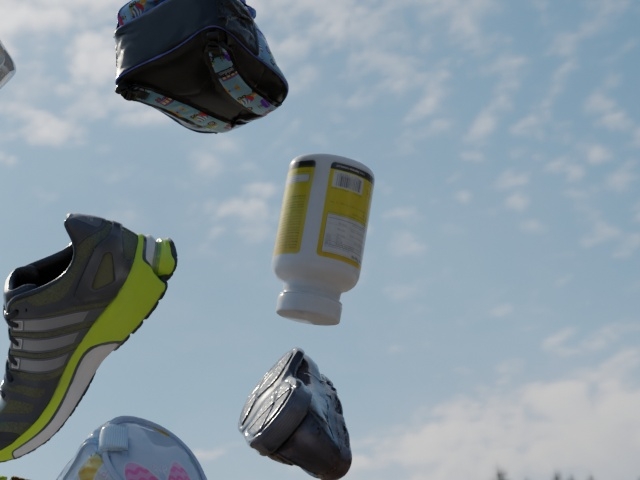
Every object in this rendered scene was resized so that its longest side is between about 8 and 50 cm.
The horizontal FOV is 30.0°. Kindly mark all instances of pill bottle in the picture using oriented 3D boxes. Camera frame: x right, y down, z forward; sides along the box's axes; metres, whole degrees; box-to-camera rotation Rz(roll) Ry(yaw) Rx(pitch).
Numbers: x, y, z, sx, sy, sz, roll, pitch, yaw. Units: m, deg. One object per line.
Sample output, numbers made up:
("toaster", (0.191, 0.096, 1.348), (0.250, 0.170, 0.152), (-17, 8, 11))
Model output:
("pill bottle", (0.000, 0.000, 1.372), (0.103, 0.184, 0.103), (9, -15, 3))

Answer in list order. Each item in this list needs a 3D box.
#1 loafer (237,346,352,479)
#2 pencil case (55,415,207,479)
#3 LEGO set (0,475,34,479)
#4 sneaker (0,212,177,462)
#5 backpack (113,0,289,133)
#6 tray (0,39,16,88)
("loafer", (-0.024, 0.191, 1.267), (0.109, 0.095, 0.302), (-50, 4, 1))
("pencil case", (-0.209, 0.265, 0.986), (0.124, 0.113, 0.273), (42, -70, -8))
("LEGO set", (-0.554, 0.334, 1.898), (0.132, 0.107, 0.287), (-19, 26, -28))
("sneaker", (-0.273, 0.091, 1.182), (0.121, 0.111, 0.300), (34, -78, -22))
("backpack", (-0.124, -0.198, 1.321), (0.158, 0.117, 0.173), (-24, -32, 25))
("tray", (-0.337, -0.126, 0.939), (0.030, 0.270, 0.145), (-5, -54, 30))
